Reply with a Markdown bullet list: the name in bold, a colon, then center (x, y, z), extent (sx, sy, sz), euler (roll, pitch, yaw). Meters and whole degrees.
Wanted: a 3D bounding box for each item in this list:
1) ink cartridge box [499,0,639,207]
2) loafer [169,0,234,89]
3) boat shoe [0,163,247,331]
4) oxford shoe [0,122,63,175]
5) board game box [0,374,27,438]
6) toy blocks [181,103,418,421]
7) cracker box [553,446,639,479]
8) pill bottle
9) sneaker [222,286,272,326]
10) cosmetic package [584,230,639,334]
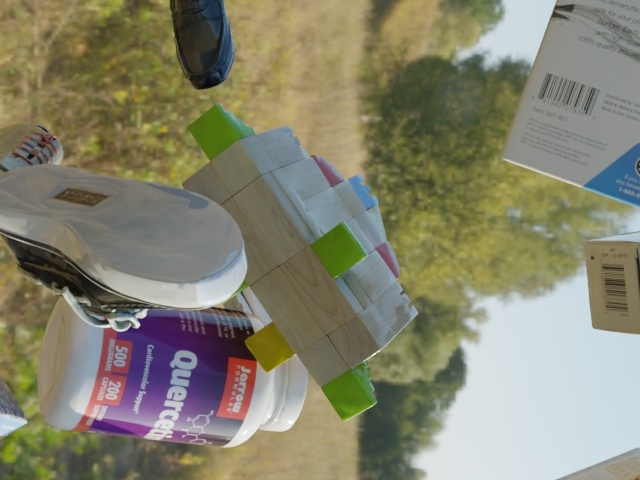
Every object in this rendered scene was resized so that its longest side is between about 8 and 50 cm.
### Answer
- **ink cartridge box**: center (0.378, -0.206, 1.219), extent (0.129, 0.223, 0.307), euler (-13, 123, -67)
- **loafer**: center (-0.155, -0.282, 1.278), extent (0.078, 0.076, 0.223), euler (62, 16, -55)
- **boat shoe**: center (-0.171, 0.018, 0.844), extent (0.113, 0.306, 0.105), euler (-39, 129, -40)
- **oxford shoe**: center (-0.414, -0.106, 1.372), extent (0.123, 0.130, 0.348), euler (51, -4, -22)
- **board game box**: center (-0.485, 0.200, 1.049), extent (0.141, 0.291, 0.232), euler (56, -9, 10)
- **toy blocks**: center (0.000, 0.000, 1.284), extent (0.381, 0.191, 0.261), euler (56, 25, 1)
- **cracker box**: center (0.318, 0.297, 1.132), extent (0.232, 0.156, 0.067), euler (44, 23, -84)
- **pill bottle**: center (-0.187, 0.168, 1.325), extent (0.181, 0.323, 0.181), euler (-35, -131, 54)
- **sneaker**: center (-0.090, 0.089, 1.513), extent (0.235, 0.095, 0.090), euler (66, -28, 14)
- **cosmetic package**: center (0.584, 0.052, 1.653), extent (0.129, 0.296, 0.153), euler (2, -78, 63)
